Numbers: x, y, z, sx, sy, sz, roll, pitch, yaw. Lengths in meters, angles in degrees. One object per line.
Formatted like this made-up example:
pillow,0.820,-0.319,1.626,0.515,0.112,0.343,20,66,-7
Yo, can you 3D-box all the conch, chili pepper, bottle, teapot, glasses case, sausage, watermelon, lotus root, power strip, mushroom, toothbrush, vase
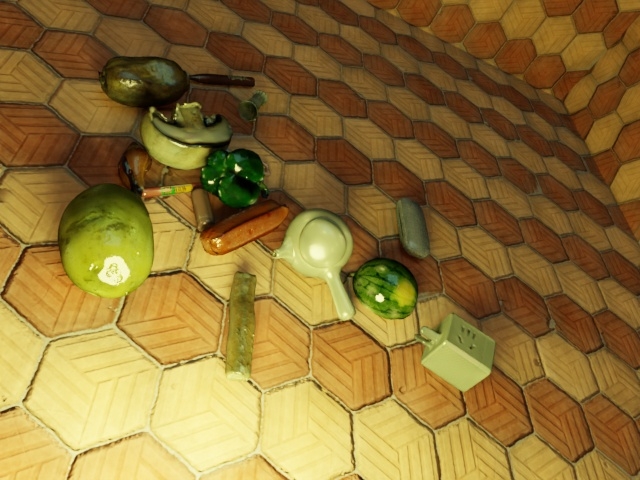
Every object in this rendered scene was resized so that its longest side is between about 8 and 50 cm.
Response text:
conch,-0.527,-0.207,1.540,0.086,0.080,0.233,-5,42,5
chili pepper,-0.248,-0.181,1.642,0.165,0.174,0.261,6,-3,17
bottle,-0.341,-0.089,1.578,0.053,0.053,0.140,4,50,-31
teapot,0.030,0.053,1.596,0.318,0.220,0.149,43,-1,-6
glasses case,0.335,-0.049,1.982,0.109,0.067,0.282,20,41,-21
sausage,-0.216,-0.041,1.585,0.102,0.102,0.330,46,42,12
watermelon,0.206,0.130,1.684,0.232,0.127,0.204,36,44,9
sausage,-0.428,-0.149,1.594,0.223,0.029,0.029,-12,59,-40
lotus root,-0.560,-0.504,1.751,0.274,0.152,0.160,-11,56,-33
power strip,0.384,0.316,1.616,0.224,0.139,0.140,34,42,-1
mushroom,-0.407,-0.297,1.651,0.267,0.164,0.189,-23,70,-48
toothbrush,-0.403,-0.600,2.032,0.364,0.041,0.041,-9,57,-38
vase,-0.245,-0.507,2.023,0.081,0.081,0.149,30,37,-6

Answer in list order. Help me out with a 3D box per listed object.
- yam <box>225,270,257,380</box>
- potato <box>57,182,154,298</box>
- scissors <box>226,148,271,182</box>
yam,-0.201,0.209,1.382,0.071,0.067,0.317,20,44,-23
potato,-0.499,-0.007,1.285,0.215,0.216,0.304,12,49,-24
scissors,-0.265,-0.267,1.821,0.212,0.021,0.110,34,44,-2
